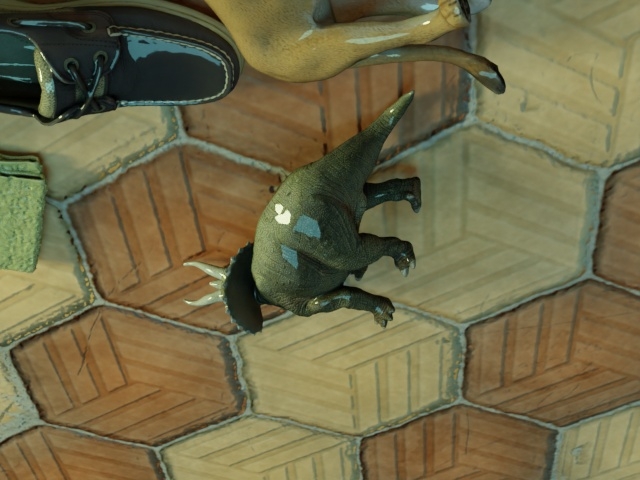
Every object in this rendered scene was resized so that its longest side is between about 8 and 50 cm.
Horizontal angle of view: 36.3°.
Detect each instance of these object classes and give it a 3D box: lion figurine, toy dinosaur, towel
[{"bbox_3d":[-0.040,-0.197,0.668,0.240,0.142,0.392,-15,139,24],"label":"lion figurine"},{"bbox_3d":[0.000,0.000,0.885,0.160,0.121,0.313,5,142,-26],"label":"toy dinosaur"},{"bbox_3d":[-0.312,-0.027,0.914,0.110,0.027,0.148,8,134,-11],"label":"towel"}]

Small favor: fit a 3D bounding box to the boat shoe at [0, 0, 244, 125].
[{"bbox_3d":[-0.203,-0.134,0.756,0.285,0.092,0.102,7,136,-8],"label":"boat shoe"}]
